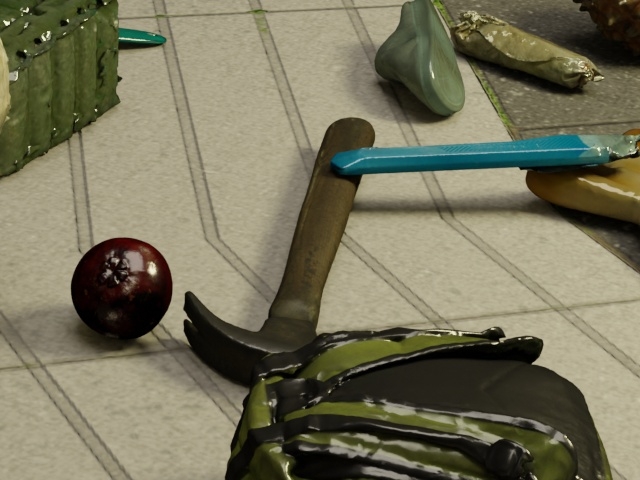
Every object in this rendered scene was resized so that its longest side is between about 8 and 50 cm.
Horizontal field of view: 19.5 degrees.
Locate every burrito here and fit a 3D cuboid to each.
[{"bbox_3d":[0.219,-0.201,1.987,0.188,0.045,0.058,25,41,29],"label":"burrito"}]

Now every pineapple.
[{"bbox_3d":[0.361,-0.275,2.046,0.193,0.166,0.166,1,27,11],"label":"pineapple"}]

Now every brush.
[{"bbox_3d":[-0.251,-0.208,1.933,0.193,0.032,0.043,3,21,-31],"label":"brush"}]

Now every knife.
[{"bbox_3d":[0.154,-0.077,1.675,0.297,0.026,0.044,-3,36,-9],"label":"knife"}]

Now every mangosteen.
[{"bbox_3d":[-0.153,0.039,1.443,0.081,0.081,0.081,5,28,-2],"label":"mangosteen"}]

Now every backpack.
[{"bbox_3d":[0.065,0.144,1.219,0.253,0.140,0.207,7,26,-8],"label":"backpack"}]

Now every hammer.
[{"bbox_3d":[0.000,0.000,1.578,0.168,0.044,0.440,10,28,5],"label":"hammer"}]

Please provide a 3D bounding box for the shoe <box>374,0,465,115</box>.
[{"bbox_3d":[0.098,-0.182,1.922,0.078,0.079,0.195,-25,32,18],"label":"shoe"}]

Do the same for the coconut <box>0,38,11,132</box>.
[{"bbox_3d":[-0.404,-0.099,1.378,0.346,0.360,0.346,-31,12,7],"label":"coconut"}]

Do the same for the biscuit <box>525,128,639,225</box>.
[{"bbox_3d":[0.309,-0.033,1.690,0.164,0.047,0.208,-17,36,-38],"label":"biscuit"}]

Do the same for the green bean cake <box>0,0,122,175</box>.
[{"bbox_3d":[-0.338,-0.176,1.753,0.255,0.132,0.241,18,34,21],"label":"green bean cake"}]
